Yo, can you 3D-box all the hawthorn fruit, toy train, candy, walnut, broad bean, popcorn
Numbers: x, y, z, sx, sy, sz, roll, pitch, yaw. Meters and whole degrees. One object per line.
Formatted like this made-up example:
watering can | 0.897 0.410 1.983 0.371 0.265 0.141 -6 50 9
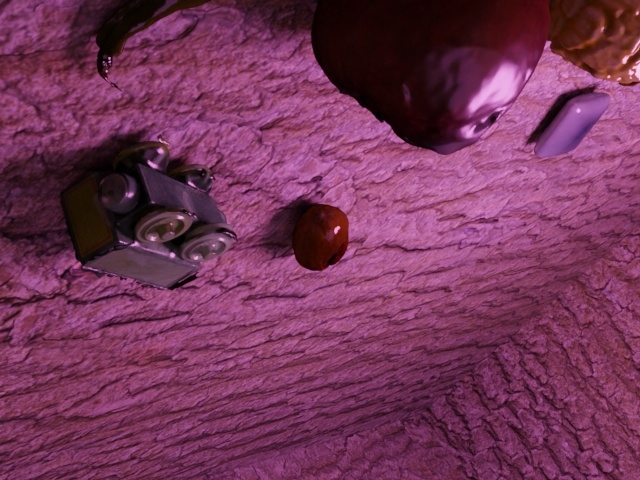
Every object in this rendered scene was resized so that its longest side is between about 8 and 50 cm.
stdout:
hawthorn fruit | 0.157 -0.290 1.166 0.325 0.308 0.308 -39 157 -14
toy train | -0.255 -0.032 1.301 0.188 0.159 0.272 -30 157 17
candy | 0.575 -0.265 1.960 0.138 0.071 0.174 -17 152 -34
walnut | 0.000 0.000 1.713 0.116 0.116 0.207 -24 154 -20
broad bean | -0.157 -0.301 1.039 0.318 0.056 0.098 -34 162 14
popcorn | 0.494 -0.398 1.420 0.293 0.237 0.293 -157 -90 -86
